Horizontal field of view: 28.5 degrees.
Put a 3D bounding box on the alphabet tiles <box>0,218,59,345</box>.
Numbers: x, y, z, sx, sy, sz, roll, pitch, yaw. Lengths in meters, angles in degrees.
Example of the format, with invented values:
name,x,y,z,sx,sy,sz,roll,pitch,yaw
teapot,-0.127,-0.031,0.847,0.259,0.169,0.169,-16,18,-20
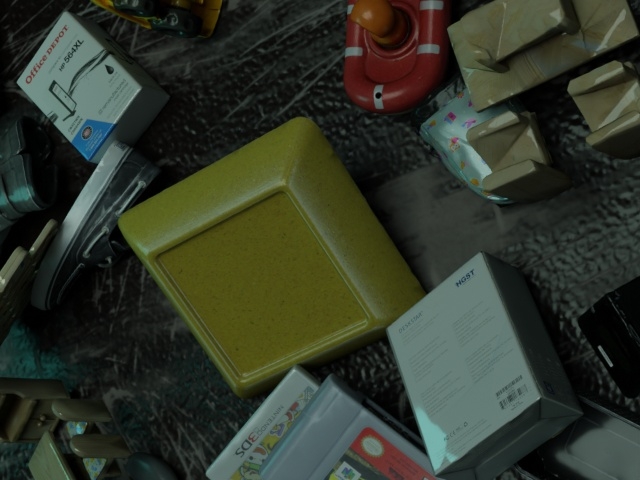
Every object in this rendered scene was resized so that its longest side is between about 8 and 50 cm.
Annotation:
name,x,y,z,sx,sy,sz,roll,pitch,yaw
alphabet tiles,-0.473,0.097,1.882,0.021,0.284,0.278,31,74,-1

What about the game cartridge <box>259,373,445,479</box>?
name,x,y,z,sx,sy,sz,roll,pitch,yaw
game cartridge,0.073,0.338,1.654,0.294,0.060,0.196,37,107,6

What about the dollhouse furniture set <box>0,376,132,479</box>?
name,x,y,z,sx,sy,sz,roll,pitch,yaw
dollhouse furniture set,-0.429,0.318,1.859,0.242,0.161,0.212,50,120,40

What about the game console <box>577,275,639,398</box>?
name,x,y,z,sx,sy,sz,roll,pitch,yaw
game console,0.402,0.117,1.576,0.122,0.071,0.107,60,141,20

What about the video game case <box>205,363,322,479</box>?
name,x,y,z,sx,sy,sz,roll,pitch,yaw
video game case,-0.009,0.314,1.714,0.227,0.026,0.206,39,105,0

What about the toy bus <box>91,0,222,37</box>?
name,x,y,z,sx,sy,sz,roll,pitch,yaw
toy bus,-0.282,-0.395,1.869,0.211,0.220,0.149,9,87,34

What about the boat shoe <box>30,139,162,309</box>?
name,x,y,z,sx,sy,sz,roll,pitch,yaw
boat shoe,-0.341,-0.005,1.927,0.102,0.108,0.301,32,103,-2

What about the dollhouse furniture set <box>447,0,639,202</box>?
name,x,y,z,sx,sy,sz,roll,pitch,yaw
dollhouse furniture set,0.355,-0.279,1.508,0.394,0.256,0.362,-24,73,28

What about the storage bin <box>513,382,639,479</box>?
name,x,y,z,sx,sy,sz,roll,pitch,yaw
storage bin,0.344,0.263,1.552,0.180,0.084,0.122,26,98,28

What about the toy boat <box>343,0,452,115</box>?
name,x,y,z,sx,sy,sz,roll,pitch,yaw
toy boat,0.089,-0.287,1.697,0.151,0.151,0.231,1,86,28

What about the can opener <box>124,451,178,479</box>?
name,x,y,z,sx,sy,sz,roll,pitch,yaw
can opener,-0.197,0.407,1.825,0.280,0.074,0.093,30,98,26

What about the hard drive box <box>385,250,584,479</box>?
name,x,y,z,sx,sy,sz,roll,pitch,yaw
hard drive box,0.198,0.161,1.574,0.181,0.089,0.232,-41,45,27

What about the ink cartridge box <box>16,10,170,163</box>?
name,x,y,z,sx,sy,sz,roll,pitch,yaw
ink cartridge box,-0.356,-0.235,1.960,0.203,0.086,0.148,44,105,23

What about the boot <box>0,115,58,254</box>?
name,x,y,z,sx,sy,sz,roll,pitch,yaw
boot,-0.514,-0.022,1.989,0.223,0.118,0.338,-23,68,23

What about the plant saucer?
name,x,y,z,sx,sy,sz,roll,pitch,yaw
plant saucer,-0.071,0.050,1.696,0.333,0.081,0.332,-27,107,23

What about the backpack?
name,x,y,z,sx,sy,sz,roll,pitch,yaw
backpack,0.213,-0.129,1.640,0.152,0.115,0.182,-39,72,16
